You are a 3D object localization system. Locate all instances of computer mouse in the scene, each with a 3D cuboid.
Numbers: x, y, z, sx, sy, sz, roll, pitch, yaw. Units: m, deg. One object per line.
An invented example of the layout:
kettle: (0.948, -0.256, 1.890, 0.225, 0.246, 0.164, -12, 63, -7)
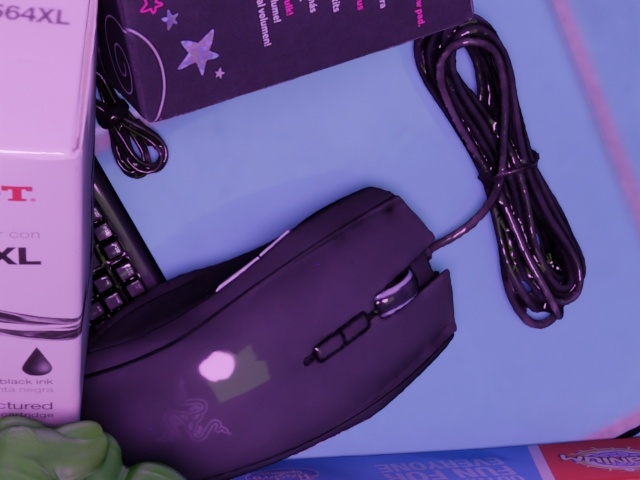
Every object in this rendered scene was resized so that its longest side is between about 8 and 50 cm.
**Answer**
computer mouse: (0.000, 0.000, 0.777, 0.262, 0.060, 0.184, -23, 106, -18)

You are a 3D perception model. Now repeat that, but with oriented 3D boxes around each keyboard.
keyboard: (-0.125, -0.035, 0.769, 0.108, 0.023, 0.180, -31, 108, -8)

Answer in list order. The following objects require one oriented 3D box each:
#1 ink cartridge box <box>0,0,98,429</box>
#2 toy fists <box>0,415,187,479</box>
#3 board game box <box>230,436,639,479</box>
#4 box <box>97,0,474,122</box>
ink cartridge box: (-0.161, -0.009, 0.661, 0.148, 0.203, 0.086, 3, 56, -5)
toy fists: (-0.156, 0.124, 0.659, 0.279, 0.142, 0.096, 11, 135, -17)
board game box: (0.067, 0.261, 0.861, 0.242, 0.064, 0.316, -2, 102, -15)
box: (-0.049, -0.197, 0.657, 0.142, 0.163, 0.247, -18, 118, -17)
